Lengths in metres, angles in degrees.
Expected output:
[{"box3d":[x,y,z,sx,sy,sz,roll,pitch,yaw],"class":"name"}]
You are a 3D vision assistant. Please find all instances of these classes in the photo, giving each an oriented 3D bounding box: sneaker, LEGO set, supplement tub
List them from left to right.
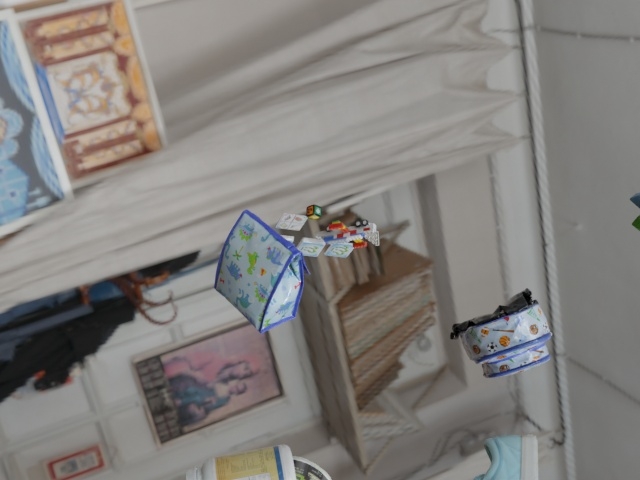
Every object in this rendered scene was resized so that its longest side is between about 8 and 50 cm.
[{"box3d":[-0.144,0.470,1.570,0.144,0.199,0.144,170,-90,-84],"class":"supplement tub"},{"box3d":[0.000,0.000,1.618,0.244,0.182,0.060,127,-33,-64],"class":"LEGO set"},{"box3d":[0.407,0.596,1.866,0.366,0.150,0.135,-70,152,-49],"class":"sneaker"}]

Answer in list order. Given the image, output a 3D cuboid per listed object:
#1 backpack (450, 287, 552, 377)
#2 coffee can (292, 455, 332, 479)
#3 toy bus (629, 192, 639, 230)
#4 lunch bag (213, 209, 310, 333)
[{"box3d":[0.515,0.268,2.320,0.213,0.276,0.263,65,4,15],"class":"backpack"},{"box3d":[-0.091,0.678,1.979,0.275,0.201,0.201,-67,151,-57],"class":"coffee can"},{"box3d":[0.676,-0.018,1.573,0.202,0.104,0.191,54,-37,8],"class":"toy bus"},{"box3d":[-0.090,0.043,1.314,0.129,0.096,0.151,38,-48,29],"class":"lunch bag"}]
